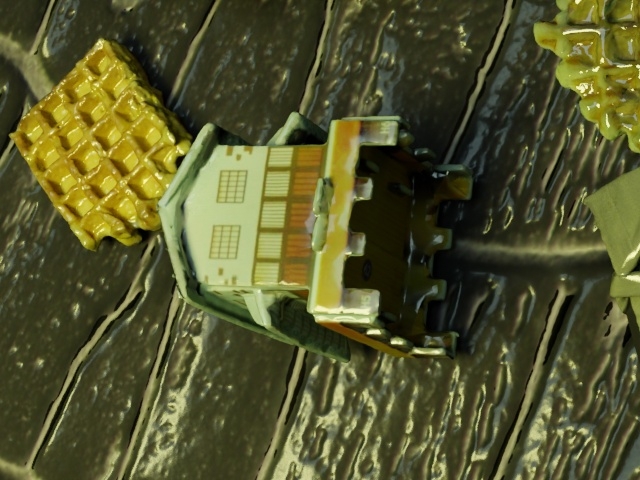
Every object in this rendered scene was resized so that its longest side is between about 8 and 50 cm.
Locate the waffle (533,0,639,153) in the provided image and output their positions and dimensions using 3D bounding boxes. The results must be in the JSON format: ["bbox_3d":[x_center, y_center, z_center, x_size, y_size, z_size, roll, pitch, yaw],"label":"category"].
[{"bbox_3d":[0.306,-0.178,1.398,0.204,0.054,0.223,-45,74,14],"label":"waffle"}]

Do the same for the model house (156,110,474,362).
[{"bbox_3d":[0.000,0.000,1.435,0.215,0.224,0.198,-1,77,27],"label":"model house"}]

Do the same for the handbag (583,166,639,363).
[{"bbox_3d":[0.362,0.043,1.295,0.253,0.109,0.315,-25,71,27],"label":"handbag"}]

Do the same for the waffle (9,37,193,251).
[{"bbox_3d":[-0.215,-0.089,1.669,0.160,0.055,0.211,-45,60,12],"label":"waffle"}]
